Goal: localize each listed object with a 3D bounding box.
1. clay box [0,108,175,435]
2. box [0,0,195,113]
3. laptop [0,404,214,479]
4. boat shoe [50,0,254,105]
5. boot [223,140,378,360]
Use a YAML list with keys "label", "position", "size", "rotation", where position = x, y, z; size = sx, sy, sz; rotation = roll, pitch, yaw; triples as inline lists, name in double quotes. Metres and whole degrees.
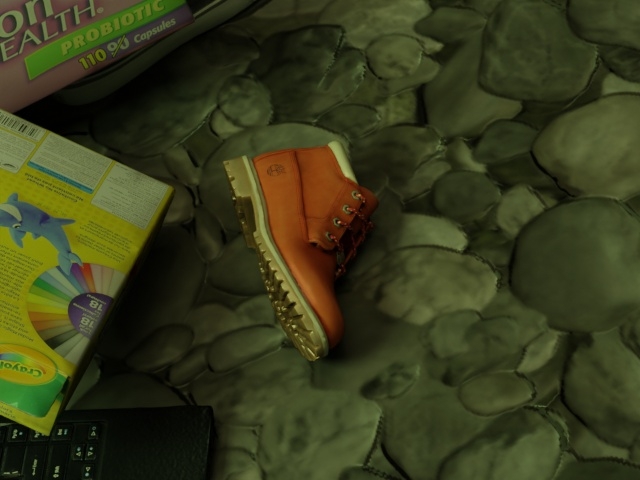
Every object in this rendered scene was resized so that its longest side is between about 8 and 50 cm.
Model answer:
- label: "clay box"
  position: [-0.177, 0.020, 1.009]
  size: [0.127, 0.053, 0.222]
  rotation: [24, 38, -1]
- label: "box"
  position: [-0.230, -0.203, 1.142]
  size: [0.213, 0.117, 0.243]
  rotation: [-27, 52, -3]
- label: "laptop"
  position: [-0.205, 0.157, 0.925]
  size: [0.264, 0.136, 0.234]
  rotation: [-3, 52, 9]
- label: "boat shoe"
  position: [-0.106, -0.185, 1.212]
  size: [0.228, 0.076, 0.080]
  rotation: [-37, 54, -17]
- label: "boot"
  position: [0.000, 0.000, 1.061]
  size: [0.084, 0.059, 0.158]
  rotation: [-14, 50, -7]
